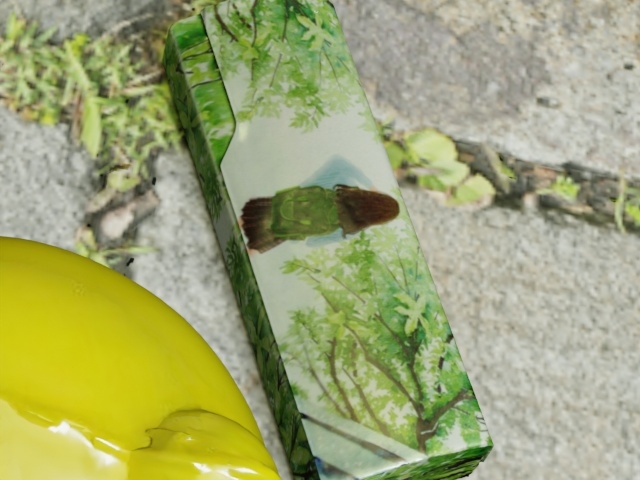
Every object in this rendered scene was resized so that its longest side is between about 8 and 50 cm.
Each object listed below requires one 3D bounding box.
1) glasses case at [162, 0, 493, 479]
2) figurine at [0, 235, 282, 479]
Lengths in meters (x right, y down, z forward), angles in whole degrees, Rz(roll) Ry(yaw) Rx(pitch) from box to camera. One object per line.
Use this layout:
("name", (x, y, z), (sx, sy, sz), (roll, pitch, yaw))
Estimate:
("glasses case", (0.000, 0.000, 0.957), (0.095, 0.062, 0.272), (-13, 68, -17))
("figurine", (-0.129, 0.118, 0.718), (0.323, 0.340, 0.231), (20, 62, -4))
